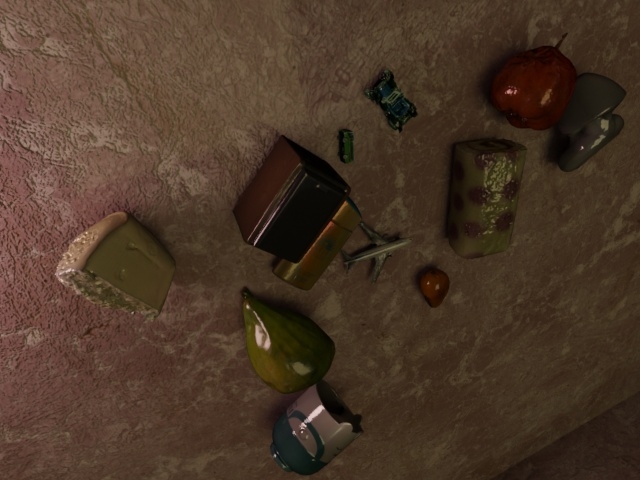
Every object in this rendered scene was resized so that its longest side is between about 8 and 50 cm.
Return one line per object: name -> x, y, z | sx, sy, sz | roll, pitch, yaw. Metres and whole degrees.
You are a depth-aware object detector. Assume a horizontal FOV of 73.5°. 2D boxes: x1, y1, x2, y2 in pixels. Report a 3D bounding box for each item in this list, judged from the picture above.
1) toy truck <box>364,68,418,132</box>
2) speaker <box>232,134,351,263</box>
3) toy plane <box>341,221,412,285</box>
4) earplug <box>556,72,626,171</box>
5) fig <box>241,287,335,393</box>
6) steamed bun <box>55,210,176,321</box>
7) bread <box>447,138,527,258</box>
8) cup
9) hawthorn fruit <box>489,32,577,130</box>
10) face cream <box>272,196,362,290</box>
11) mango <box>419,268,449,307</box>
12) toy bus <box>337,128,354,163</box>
toy truck -> 0.186, -0.337, 1.052 | 0.080, 0.078, 0.154 | -46, 126, 6
speaker -> -0.074, -0.092, 1.003 | 0.153, 0.192, 0.231 | 24, 109, -35
toy plane -> 0.166, 0.032, 1.263 | 0.226, 0.058, 0.226 | -24, 121, -15
earplug -> 0.798, -0.347, 1.292 | 0.214, 0.175, 0.325 | -39, 136, -6
fig -> -0.116, 0.291, 1.224 | 0.314, 0.233, 0.233 | 36, 102, 9
steamed bun -> -0.436, 0.069, 0.931 | 0.170, 0.200, 0.225 | -9, 134, 27
bread -> 0.486, -0.120, 1.267 | 0.187, 0.155, 0.338 | -12, 122, -14
cup -> -0.008, 0.625, 1.437 | 0.257, 0.219, 0.289 | -44, 158, 4
hawthorn fruit -> 0.569, -0.425, 1.120 | 0.207, 0.207, 0.243 | 22, 102, -33
face cream -> 0.000, 0.000, 1.160 | 0.139, 0.067, 0.285 | 28, 103, -37
mango -> 0.377, 0.154, 1.420 | 0.105, 0.084, 0.159 | -43, 148, -17
toy bus -> 0.066, -0.238, 1.080 | 0.037, 0.031, 0.083 | -18, 124, -22
